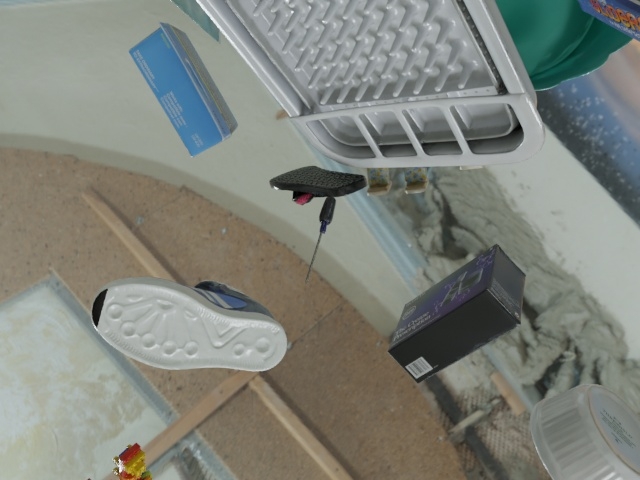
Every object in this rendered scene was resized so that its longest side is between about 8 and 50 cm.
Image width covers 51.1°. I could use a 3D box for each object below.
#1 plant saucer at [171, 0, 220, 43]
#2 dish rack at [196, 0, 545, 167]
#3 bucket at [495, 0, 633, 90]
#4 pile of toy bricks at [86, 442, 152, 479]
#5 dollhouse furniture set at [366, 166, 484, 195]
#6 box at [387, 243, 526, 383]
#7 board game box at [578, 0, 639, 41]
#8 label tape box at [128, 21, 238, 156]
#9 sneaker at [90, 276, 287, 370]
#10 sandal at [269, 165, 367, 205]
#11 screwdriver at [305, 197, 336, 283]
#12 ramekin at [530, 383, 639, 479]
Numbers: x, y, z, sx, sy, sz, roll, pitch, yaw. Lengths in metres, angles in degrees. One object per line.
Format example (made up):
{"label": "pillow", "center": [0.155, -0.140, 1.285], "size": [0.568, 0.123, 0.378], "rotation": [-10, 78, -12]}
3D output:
{"label": "plant saucer", "center": [-0.217, -0.384, 1.031], "size": [0.195, 0.195, 0.037], "rotation": [45, -83, 14]}
{"label": "dish rack", "center": [0.043, -0.200, 0.627], "size": [0.333, 0.285, 0.072], "rotation": [46, -119, -39]}
{"label": "bucket", "center": [0.254, -0.323, 0.831], "size": [0.281, 0.281, 0.183], "rotation": [26, -168, -1]}
{"label": "pile of toy bricks", "center": [-0.271, 0.396, 0.964], "size": [0.105, 0.212, 0.118], "rotation": [33, -135, 19]}
{"label": "dollhouse furniture set", "center": [0.180, -0.195, 1.255], "size": [0.241, 0.212, 0.161], "rotation": [-4, -163, 14]}
{"label": "box", "center": [0.277, 0.148, 1.358], "size": [0.103, 0.261, 0.184], "rotation": [47, -148, -6]}
{"label": "board game box", "center": [0.275, -0.201, 0.411], "size": [0.035, 0.201, 0.136], "rotation": [43, -165, -35]}
{"label": "label tape box", "center": [-0.288, -0.314, 1.419], "size": [0.115, 0.348, 0.249], "rotation": [-28, -76, 5]}
{"label": "sneaker", "center": [-0.229, 0.125, 1.117], "size": [0.322, 0.236, 0.130], "rotation": [16, -89, -25]}
{"label": "sandal", "center": [-0.007, -0.064, 0.852], "size": [0.067, 0.040, 0.179], "rotation": [-28, -155, -28]}
{"label": "screwdriver", "center": [0.000, 0.000, 1.097], "size": [0.025, 0.024, 0.170], "rotation": [43, -129, -44]}
{"label": "ramekin", "center": [0.569, 0.418, 1.365], "size": [0.272, 0.127, 0.273], "rotation": [27, -145, -22]}
